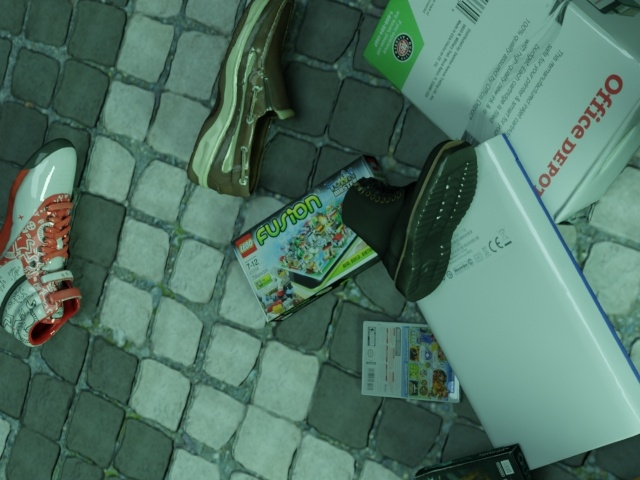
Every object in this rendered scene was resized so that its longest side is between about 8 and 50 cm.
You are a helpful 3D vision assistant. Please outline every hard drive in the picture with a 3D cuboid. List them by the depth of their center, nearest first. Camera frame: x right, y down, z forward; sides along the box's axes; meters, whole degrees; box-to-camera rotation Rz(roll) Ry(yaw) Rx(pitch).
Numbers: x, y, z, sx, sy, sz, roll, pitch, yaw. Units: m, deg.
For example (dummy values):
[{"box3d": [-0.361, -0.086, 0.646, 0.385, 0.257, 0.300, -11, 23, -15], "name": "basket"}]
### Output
[{"box3d": [0.194, 0.074, 1.264, 0.210, 0.040, 0.318, -36, 80, 51], "name": "hard drive"}]

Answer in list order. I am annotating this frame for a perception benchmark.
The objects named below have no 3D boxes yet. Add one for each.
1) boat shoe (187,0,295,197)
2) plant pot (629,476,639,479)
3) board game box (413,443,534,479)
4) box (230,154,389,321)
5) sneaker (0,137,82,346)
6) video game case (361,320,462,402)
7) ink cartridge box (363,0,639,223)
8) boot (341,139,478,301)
[{"box3d": [-0.070, -0.172, 1.455, 0.095, 0.095, 0.257, 24, 107, 12], "name": "boat shoe"}, {"box3d": [0.338, 0.388, 1.128, 0.291, 0.203, 0.291, 6, 105, 22], "name": "plant pot"}, {"box3d": [0.191, 0.319, 1.309, 0.126, 0.026, 0.186, -21, 95, 32], "name": "board game box"}, {"box3d": [0.000, 0.000, 1.437, 0.207, 0.036, 0.114, -33, 75, 23], "name": "box"}, {"box3d": [-0.353, 0.011, 1.593, 0.145, 0.090, 0.270, 40, 110, 21], "name": "sneaker"}, {"box3d": [0.105, 0.138, 1.396, 0.122, 0.011, 0.087, 1, 90, 28], "name": "video game case"}, {"box3d": [0.211, -0.189, 1.247, 0.289, 0.121, 0.211, 46, 133, 19], "name": "ink cartridge box"}, {"box3d": [0.079, -0.048, 1.250, 0.137, 0.077, 0.198, 47, 137, 32], "name": "boot"}]
